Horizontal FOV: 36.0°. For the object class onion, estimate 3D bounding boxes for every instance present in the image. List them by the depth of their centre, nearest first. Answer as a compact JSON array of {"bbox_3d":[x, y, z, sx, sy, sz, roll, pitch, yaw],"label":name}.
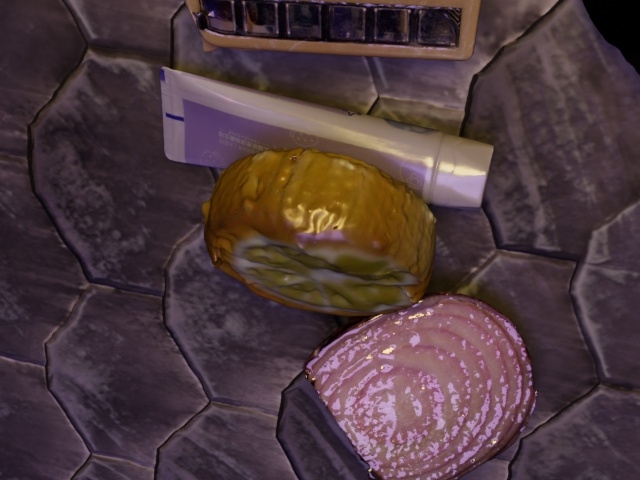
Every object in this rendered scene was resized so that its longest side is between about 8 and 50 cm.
[{"bbox_3d":[0.129,0.167,1.220,0.247,0.111,0.250,-31,105,2],"label":"onion"}]

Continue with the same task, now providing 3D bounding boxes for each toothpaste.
[{"bbox_3d":[-0.002,-0.103,1.074,0.371,0.080,0.125,11,133,9],"label":"toothpaste"}]

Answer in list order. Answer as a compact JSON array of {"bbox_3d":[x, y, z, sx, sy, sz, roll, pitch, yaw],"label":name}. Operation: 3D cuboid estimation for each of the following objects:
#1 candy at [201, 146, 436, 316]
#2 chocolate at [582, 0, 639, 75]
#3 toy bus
[{"bbox_3d":[0.000,0.000,1.066,0.260,0.118,0.260,14,156,6],"label":"candy"},{"bbox_3d":[0.359,-0.262,0.874,0.177,0.206,0.224,-32,136,-20],"label":"chocolate"},{"bbox_3d":[0.011,-0.255,0.928,0.290,0.139,0.157,4,130,5],"label":"toy bus"}]
